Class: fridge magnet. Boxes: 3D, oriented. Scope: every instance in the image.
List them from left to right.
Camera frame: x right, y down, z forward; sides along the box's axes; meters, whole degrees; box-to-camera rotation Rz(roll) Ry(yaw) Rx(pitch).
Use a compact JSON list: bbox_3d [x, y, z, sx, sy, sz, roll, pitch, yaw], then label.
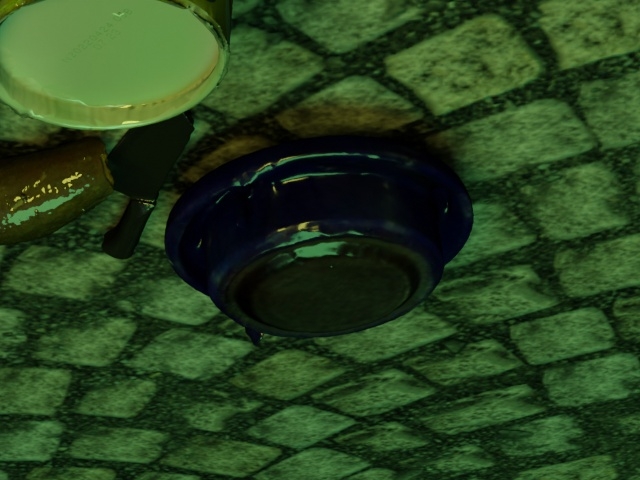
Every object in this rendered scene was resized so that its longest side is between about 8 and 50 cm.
[{"bbox_3d":[0.000,0.000,1.494,0.265,0.113,0.265,-6,151,-3],"label":"fridge magnet"}]

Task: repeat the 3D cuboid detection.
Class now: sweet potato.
[{"bbox_3d":[-0.278,-0.026,1.440,0.243,0.077,0.077,-15,150,13],"label":"sweet potato"}]

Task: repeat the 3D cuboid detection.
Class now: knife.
[{"bbox_3d":[-0.153,-0.055,1.466,0.060,0.028,0.230,16,145,-13],"label":"knife"}]

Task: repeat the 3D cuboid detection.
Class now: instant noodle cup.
[{"bbox_3d":[-0.140,-0.174,1.113,0.205,0.153,0.205,-5,150,-3],"label":"instant noodle cup"}]
